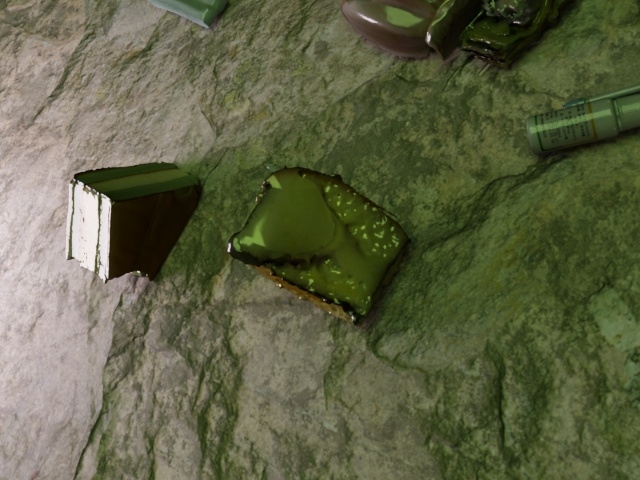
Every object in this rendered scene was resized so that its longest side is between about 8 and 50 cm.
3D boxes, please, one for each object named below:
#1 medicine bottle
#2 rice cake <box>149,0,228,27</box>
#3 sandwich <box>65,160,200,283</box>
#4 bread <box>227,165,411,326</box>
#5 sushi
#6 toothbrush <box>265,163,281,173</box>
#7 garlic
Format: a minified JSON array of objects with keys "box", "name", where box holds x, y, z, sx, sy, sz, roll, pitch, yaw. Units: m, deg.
[{"box":[0.429,-0.194,1.159,0.221,0.061,0.092,-12,45,23],"name":"medicine bottle"},{"box":[-0.303,-0.544,1.720,0.222,0.042,0.080,31,87,36],"name":"rice cake"},{"box":[-0.362,-0.032,1.491,0.155,0.227,0.198,27,119,33],"name":"sandwich"},{"box":[0.000,0.000,1.245,0.262,0.162,0.204,33,84,-7],"name":"bread"},{"box":[0.347,-0.424,1.252,0.139,0.131,0.290,37,98,39],"name":"sushi"},{"box":[-0.004,-0.090,1.368,0.263,0.022,0.026,30,73,35],"name":"toothbrush"},{"box":[0.155,-0.480,1.356,0.325,0.132,0.279,44,111,24],"name":"garlic"}]
